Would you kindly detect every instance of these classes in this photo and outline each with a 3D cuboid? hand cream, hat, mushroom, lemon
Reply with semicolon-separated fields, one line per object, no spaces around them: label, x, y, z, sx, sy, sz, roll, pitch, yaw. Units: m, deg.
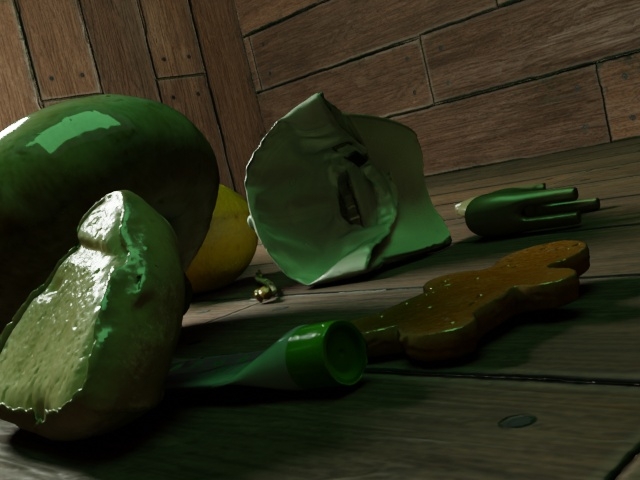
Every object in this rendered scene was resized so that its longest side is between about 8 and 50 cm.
hand cream;-0.081;0.107;0.687;0.275;0.050;0.079;-16;-23;42
hat;0.048;-0.060;1.219;0.301;0.258;0.168;-3;-16;-42
mushroom;-0.270;-0.008;0.968;0.352;0.260;0.352;-34;-26;-19
lemon;-0.200;-0.005;1.333;0.188;0.188;0.256;-9;4;39
mushroom;-0.082;0.064;1.221;0.026;0.028;0.286;-56;6;1

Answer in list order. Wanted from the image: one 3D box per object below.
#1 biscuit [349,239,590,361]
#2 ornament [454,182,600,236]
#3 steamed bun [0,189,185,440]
biscuit;0.142;0.052;0.709;0.250;0.036;0.165;-22;10;-36
ornament;0.290;-0.051;1.251;0.244;0.061;0.230;-6;7;31
steamed bun;-0.171;0.067;0.690;0.110;0.213;0.231;35;-23;-33
